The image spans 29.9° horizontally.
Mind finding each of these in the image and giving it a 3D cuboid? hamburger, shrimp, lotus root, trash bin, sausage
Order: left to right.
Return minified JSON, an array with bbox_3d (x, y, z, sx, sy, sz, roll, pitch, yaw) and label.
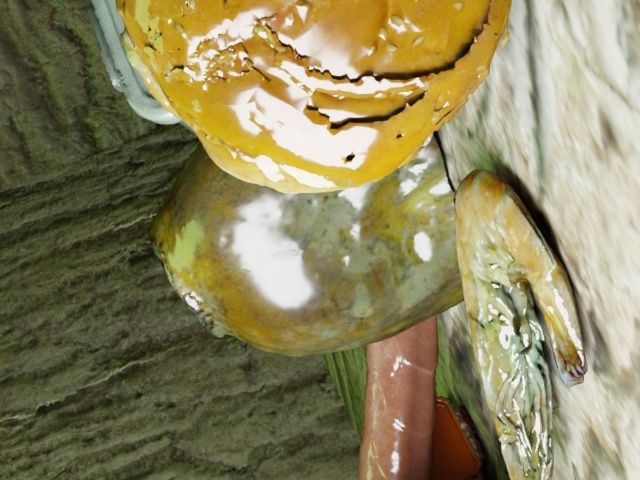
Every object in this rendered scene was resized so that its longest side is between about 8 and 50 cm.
[{"bbox_3d":[-0.012,-0.167,0.718,0.211,0.245,0.261,-103,33,-67],"label":"hamburger"},{"bbox_3d":[-0.014,-0.005,1.073,0.149,0.260,0.267,-121,11,-54],"label":"lotus root"},{"bbox_3d":[0.078,0.239,1.277,0.088,0.087,0.433,132,144,-84],"label":"sausage"},{"bbox_3d":[0.128,0.315,1.433,0.239,0.161,0.184,82,166,-52],"label":"trash bin"},{"bbox_3d":[0.157,0.089,0.884,0.169,0.058,0.296,-133,26,-69],"label":"shrimp"}]

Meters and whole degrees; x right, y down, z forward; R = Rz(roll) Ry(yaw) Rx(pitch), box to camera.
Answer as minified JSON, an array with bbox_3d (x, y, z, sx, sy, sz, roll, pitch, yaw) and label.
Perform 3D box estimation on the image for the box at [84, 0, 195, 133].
[{"bbox_3d":[-0.045,-0.183,0.937,0.135,0.243,0.163,43,-157,-74],"label":"box"}]
